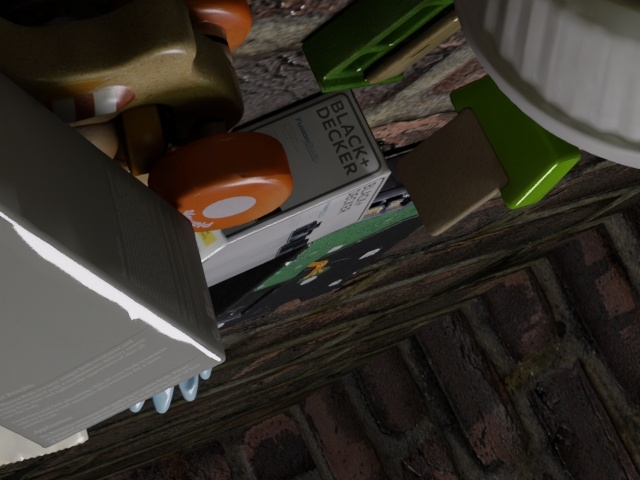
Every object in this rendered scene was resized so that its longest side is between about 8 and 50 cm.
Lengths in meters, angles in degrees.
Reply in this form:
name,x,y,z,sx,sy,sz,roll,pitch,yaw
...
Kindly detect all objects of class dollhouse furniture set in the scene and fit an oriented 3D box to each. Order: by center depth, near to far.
name,x,y,z,sx,sy,sz,roll,pitch,yaw
dollhouse furniture set,0.169,-0.117,1.294,0.302,0.197,0.151,-14,163,-49

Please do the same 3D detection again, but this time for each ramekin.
name,x,y,z,sx,sy,sz,roll,pitch,yaw
ramekin,0.200,-0.181,0.891,0.273,0.272,0.127,-26,158,-3

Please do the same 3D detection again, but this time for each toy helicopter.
name,x,y,z,sx,sy,sz,roll,pitch,yaw
toy helicopter,-0.183,-0.080,0.900,0.235,0.140,0.355,-20,162,18

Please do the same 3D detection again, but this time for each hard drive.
name,x,y,z,sx,sy,sz,roll,pitch,yaw
hard drive,0.000,0.000,1.872,0.237,0.064,0.339,-19,169,-37

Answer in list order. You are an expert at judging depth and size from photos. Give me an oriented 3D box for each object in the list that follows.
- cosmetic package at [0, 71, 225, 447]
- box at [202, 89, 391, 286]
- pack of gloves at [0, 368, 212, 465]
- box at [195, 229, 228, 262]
name,x,y,z,sx,sy,sz,roll,pitch,yaw
cosmetic package,-0.162,0.008,0.840,0.127,0.107,0.238,-25,145,14
box,-0.095,-0.020,1.447,0.290,0.087,0.169,-24,170,-14
pack of gloves,-0.188,0.047,1.315,0.195,0.232,0.046,-14,-152,-15
box,-0.198,0.025,1.238,0.244,0.100,0.060,-34,-150,-4
